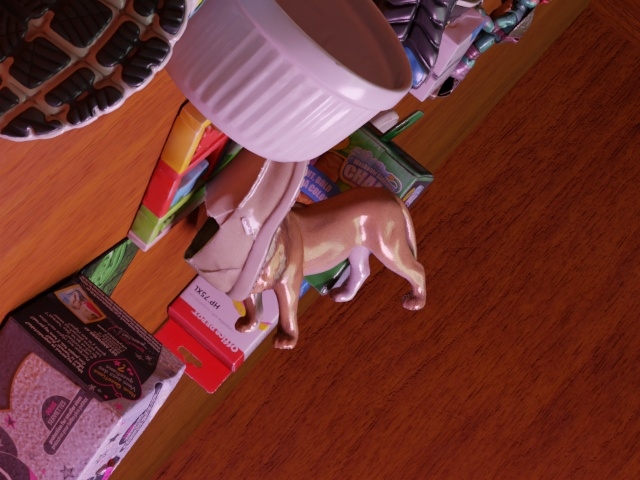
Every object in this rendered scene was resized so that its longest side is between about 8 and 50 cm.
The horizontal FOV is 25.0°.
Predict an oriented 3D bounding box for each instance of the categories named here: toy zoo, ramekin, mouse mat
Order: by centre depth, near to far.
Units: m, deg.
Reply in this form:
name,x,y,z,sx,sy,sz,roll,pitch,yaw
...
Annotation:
name,x,y,z,sx,sy,sz,roll,pitch,yaw
ramekin,-0.037,-0.156,1.116,0.109,0.207,0.207,-43,177,22
toy zoo,-0.106,-0.124,1.558,0.192,0.030,0.293,-45,172,-36
mouse mat,-0.267,0.065,1.665,0.152,0.007,0.190,-41,168,-52

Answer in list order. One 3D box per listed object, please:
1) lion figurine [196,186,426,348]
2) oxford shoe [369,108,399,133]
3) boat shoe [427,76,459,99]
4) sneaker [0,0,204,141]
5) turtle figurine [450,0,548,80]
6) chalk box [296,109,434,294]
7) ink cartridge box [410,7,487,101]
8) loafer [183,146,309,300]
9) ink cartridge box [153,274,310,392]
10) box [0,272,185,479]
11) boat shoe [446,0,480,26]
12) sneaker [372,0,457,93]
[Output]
name,x,y,z,sx,sy,sz,roll,pitch,yaw
lion figurine,0.000,0.000,1.920,0.392,0.142,0.240,-19,119,-39
oxford shoe,-0.010,-0.026,2.338,0.449,0.130,0.169,-51,172,-3
boat shoe,0.211,-0.289,2.573,0.066,0.066,0.183,-54,172,37
sneaker,-0.123,-0.162,0.950,0.275,0.107,0.110,-47,-178,-19
turtle figurine,0.299,-0.383,2.462,0.234,0.118,0.175,-47,176,36
chalk box,0.042,-0.089,2.113,0.289,0.179,0.180,-52,172,8
ink cartridge box,0.193,-0.304,2.396,0.104,0.060,0.180,-45,172,-41
loafer,-0.080,-0.054,1.587,0.102,0.092,0.268,-98,-153,-62
ink cartridge box,-0.135,0.102,2.182,0.231,0.134,0.078,-49,174,-14
box,-0.287,0.191,1.540,0.247,0.163,0.142,-53,172,31
boat shoe,0.145,-0.319,1.935,0.069,0.081,0.228,-50,167,31
sneaker,0.134,-0.341,1.706,0.341,0.125,0.140,-56,-162,31
